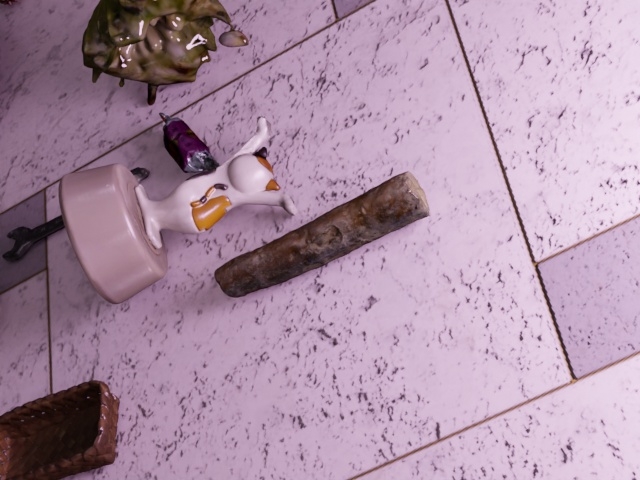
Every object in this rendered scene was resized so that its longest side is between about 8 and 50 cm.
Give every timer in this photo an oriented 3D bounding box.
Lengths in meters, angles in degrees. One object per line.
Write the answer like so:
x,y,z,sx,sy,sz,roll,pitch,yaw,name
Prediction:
-0.169,-0.046,1.621,0.266,0.175,0.175,-21,49,5,timer

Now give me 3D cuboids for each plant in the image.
-0.230,-0.359,1.839,0.251,0.180,0.333,-33,43,28,plant

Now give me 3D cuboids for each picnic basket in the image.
-0.326,0.244,1.584,0.193,0.055,0.110,-21,50,24,picnic basket

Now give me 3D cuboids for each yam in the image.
0.000,0.000,1.511,0.274,0.061,0.061,-26,49,21,yam

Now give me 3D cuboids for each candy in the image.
-0.180,-0.123,1.738,0.043,0.045,0.175,-20,39,-21,candy

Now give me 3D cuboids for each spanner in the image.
-0.341,-0.036,1.812,0.254,0.015,0.054,-25,49,21,spanner

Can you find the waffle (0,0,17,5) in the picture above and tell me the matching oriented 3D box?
-0.517,-0.434,2.199,0.075,0.029,0.083,13,66,38,waffle
